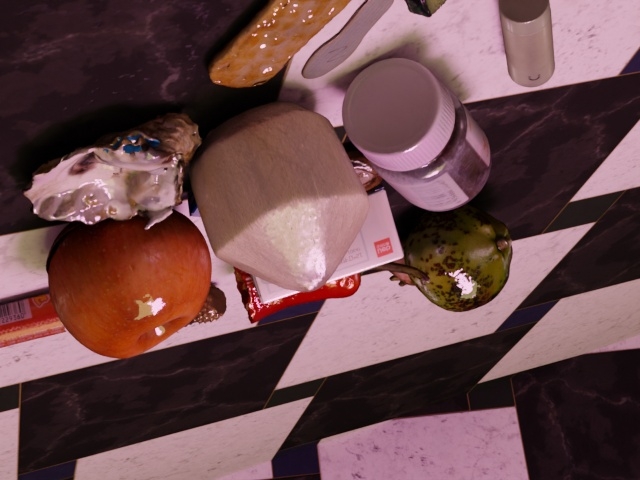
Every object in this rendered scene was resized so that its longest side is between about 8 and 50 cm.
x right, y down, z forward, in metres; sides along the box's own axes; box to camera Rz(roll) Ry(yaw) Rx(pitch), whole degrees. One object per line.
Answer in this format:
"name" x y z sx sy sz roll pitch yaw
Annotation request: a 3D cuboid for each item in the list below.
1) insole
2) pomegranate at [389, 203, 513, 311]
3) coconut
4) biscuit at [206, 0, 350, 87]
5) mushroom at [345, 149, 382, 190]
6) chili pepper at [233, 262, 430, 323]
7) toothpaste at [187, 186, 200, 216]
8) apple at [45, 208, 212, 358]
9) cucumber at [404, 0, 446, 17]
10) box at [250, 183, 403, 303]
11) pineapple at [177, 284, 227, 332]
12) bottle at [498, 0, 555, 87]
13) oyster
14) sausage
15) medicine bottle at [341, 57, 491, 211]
"insole" 0.036 -0.273 1.575 0.064 0.004 0.188 -3 152 -40
"pomegranate" 0.242 0.020 2.248 0.222 0.277 0.204 30 89 -39
"coconut" -0.055 -0.052 1.663 0.237 0.265 0.237 -25 164 -8
"biscuit" -0.047 -0.267 1.482 0.118 0.029 0.247 1 149 -44
"mushroom" 0.047 -0.109 1.903 0.123 0.052 0.123 -12 156 -5
"chili pepper" 0.014 0.044 2.120 0.338 0.134 0.131 -14 -161 -7
"toothpaste" -0.072 -0.060 1.847 0.272 0.053 0.066 5 147 -27
"apple" -0.291 0.062 1.803 0.272 0.206 0.252 -38 156 34
"cucumber" 0.110 -0.356 1.386 0.078 0.062 0.211 -53 153 -10
"box" 0.000 0.000 1.996 0.269 0.135 0.079 -18 -163 -7
"pineapple" -0.254 0.138 2.200 0.159 0.074 0.074 -22 160 26
"bottle" 0.297 -0.293 1.670 0.072 0.072 0.201 -23 158 5
"oyster" -0.291 -0.093 1.604 0.223 0.083 0.214 3 144 -25
"sausage" -0.565 0.153 1.941 0.274 0.074 0.074 -15 157 -14
"medicine bottle" 0.148 -0.154 1.743 0.165 0.165 0.273 -26 156 14
